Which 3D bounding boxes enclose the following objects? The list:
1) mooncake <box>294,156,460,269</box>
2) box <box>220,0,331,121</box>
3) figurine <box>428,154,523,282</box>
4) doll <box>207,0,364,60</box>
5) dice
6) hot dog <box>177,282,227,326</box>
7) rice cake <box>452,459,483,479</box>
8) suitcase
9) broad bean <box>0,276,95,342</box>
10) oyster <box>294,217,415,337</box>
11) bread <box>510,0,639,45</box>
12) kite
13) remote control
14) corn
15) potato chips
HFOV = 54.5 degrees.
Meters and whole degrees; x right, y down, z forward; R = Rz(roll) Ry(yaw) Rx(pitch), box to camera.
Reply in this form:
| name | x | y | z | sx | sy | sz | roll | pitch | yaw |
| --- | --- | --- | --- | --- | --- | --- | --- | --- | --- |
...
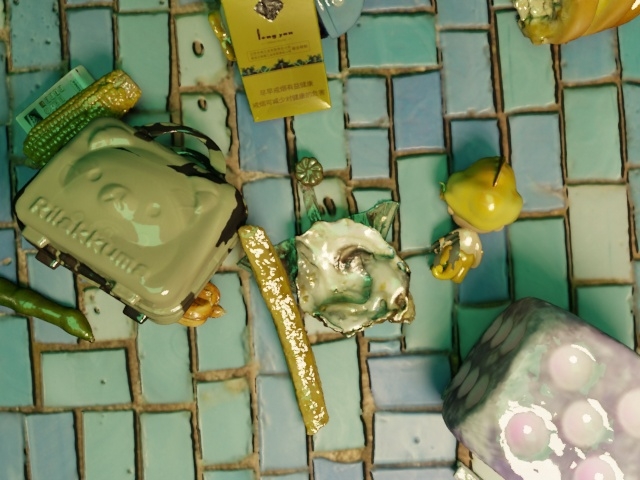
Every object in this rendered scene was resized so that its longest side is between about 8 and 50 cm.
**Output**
| name | x | y | z | sx | sy | sz | roll | pitch | yaw |
| --- | --- | --- | --- | --- | --- | --- | --- | --- | --- |
| mooncake | 0.097 | -0.053 | 1.120 | 0.347 | 0.057 | 0.150 | 13 | 92 | 24 |
| box | -0.074 | -0.342 | 1.091 | 0.153 | 0.279 | 0.041 | -10 | 44 | 2 |
| figurine | 0.276 | -0.042 | 1.124 | 0.156 | 0.131 | 0.246 | 19 | 103 | 1 |
| doll | -0.046 | -0.433 | 1.133 | 0.314 | 0.141 | 0.177 | -23 | 118 | 9 |
| dice | 0.384 | 0.270 | 1.028 | 0.271 | 0.270 | 0.270 | 34 | 89 | 3 |
| hot dog | -0.290 | 0.093 | 1.160 | 0.249 | 0.076 | 0.102 | 24 | 51 | 8 |
| rice cake | 0.323 | 0.488 | 1.145 | 0.207 | 0.033 | 0.033 | 44 | 92 | 3 |
| suitcase | -0.309 | -0.066 | 1.087 | 0.352 | 0.194 | 0.339 | 31 | 64 | 8 |
| broad bean | -0.544 | 0.126 | 1.191 | 0.256 | 0.052 | 0.052 | 24 | 131 | 0 |
| oyster | 0.057 | 0.064 | 1.137 | 0.214 | 0.083 | 0.222 | -10 | 78 | -5 |
| bread | 0.461 | -0.517 | 1.078 | 0.270 | 0.211 | 0.315 | -15 | 91 | 1 |
| kite | 0.000 | 0.000 | 1.184 | 0.335 | 0.011 | 0.314 | -19 | 88 | 2 |
| remote control | -0.506 | -0.264 | 1.207 | 0.166 | 0.029 | 0.065 | -38 | 95 | 5 |
| corn | -0.452 | -0.219 | 1.165 | 0.262 | 0.097 | 0.097 | -38 | 87 | 4 |
| potato chips | -0.060 | 0.154 | 1.130 | 0.057 | 0.080 | 0.406 | -17 | 102 | 2 |
